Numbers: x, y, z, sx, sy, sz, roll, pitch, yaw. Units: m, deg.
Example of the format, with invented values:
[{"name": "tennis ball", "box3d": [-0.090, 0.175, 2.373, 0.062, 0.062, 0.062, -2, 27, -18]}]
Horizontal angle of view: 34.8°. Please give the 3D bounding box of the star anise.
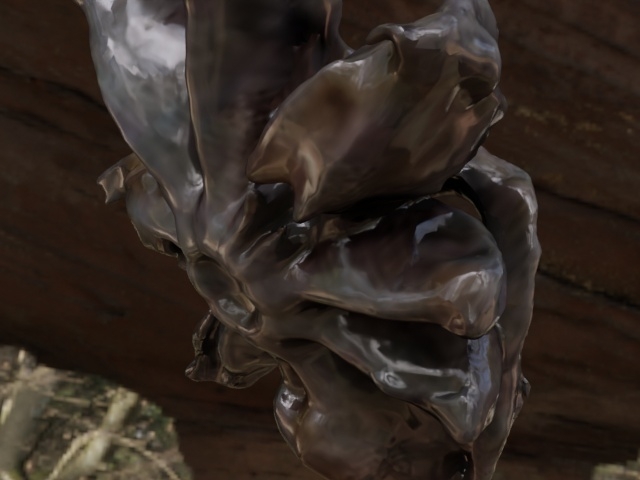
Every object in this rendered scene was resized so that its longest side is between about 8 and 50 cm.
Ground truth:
[{"name": "star anise", "box3d": [0.000, 0.000, 0.471, 0.139, 0.316, 0.359, -26, -11, -29]}]
